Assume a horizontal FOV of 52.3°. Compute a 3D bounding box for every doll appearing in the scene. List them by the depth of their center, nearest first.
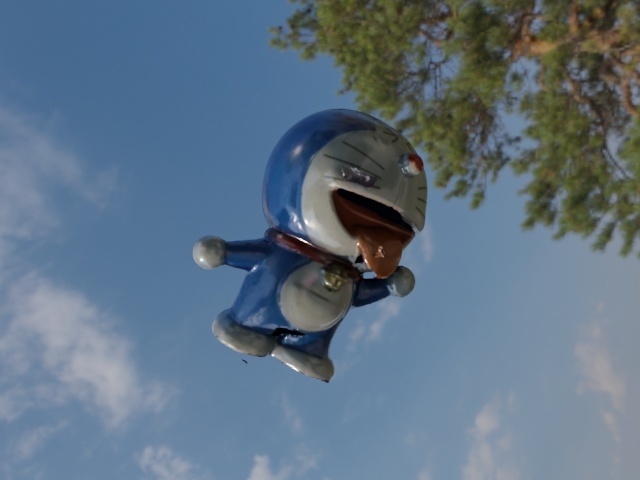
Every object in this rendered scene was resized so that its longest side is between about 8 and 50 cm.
[{"bbox_3d":[0.000,0.000,0.620,0.215,0.161,0.257,22,-92,-25],"label":"doll"}]
